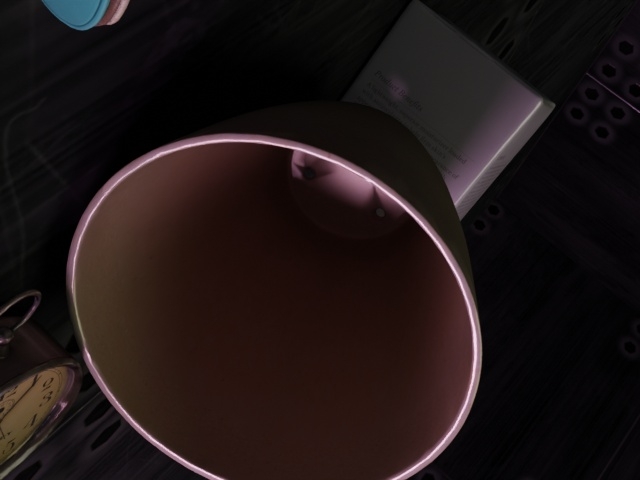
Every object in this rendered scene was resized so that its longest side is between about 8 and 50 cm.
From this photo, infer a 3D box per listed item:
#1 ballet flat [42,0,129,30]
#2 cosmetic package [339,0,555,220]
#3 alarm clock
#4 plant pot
[{"bbox_3d":[-0.076,-0.139,0.252,0.052,0.057,0.168,-54,172,-26],"label":"ballet flat"},{"bbox_3d":[0.111,-0.110,0.768,0.183,0.151,0.151,-52,168,18],"label":"cosmetic package"},{"bbox_3d":[-0.208,0.093,0.473,0.129,0.064,0.192,-32,161,-54],"label":"alarm clock"},{"bbox_3d":[0.000,0.000,0.576,0.256,0.257,0.274,-56,-178,30],"label":"plant pot"}]
